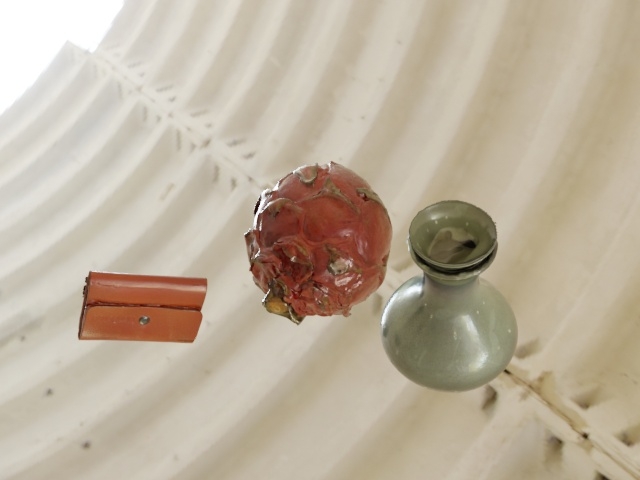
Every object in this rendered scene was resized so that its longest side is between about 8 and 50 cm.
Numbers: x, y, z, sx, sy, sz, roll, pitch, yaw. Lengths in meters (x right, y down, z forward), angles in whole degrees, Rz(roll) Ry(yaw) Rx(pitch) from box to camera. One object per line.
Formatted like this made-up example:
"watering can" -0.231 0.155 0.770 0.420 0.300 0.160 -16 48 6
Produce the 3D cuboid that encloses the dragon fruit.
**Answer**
"dragon fruit" 0.000 0.000 1.752 0.277 0.277 0.343 -10 -134 40

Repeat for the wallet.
"wallet" -0.303 0.117 1.597 0.045 0.204 0.142 -115 -144 -50

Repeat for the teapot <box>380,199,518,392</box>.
"teapot" 0.164 0.072 1.194 0.183 0.251 0.183 -3 -131 4
